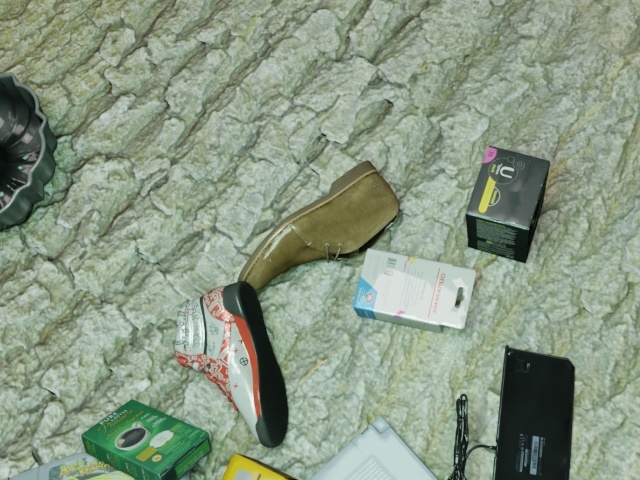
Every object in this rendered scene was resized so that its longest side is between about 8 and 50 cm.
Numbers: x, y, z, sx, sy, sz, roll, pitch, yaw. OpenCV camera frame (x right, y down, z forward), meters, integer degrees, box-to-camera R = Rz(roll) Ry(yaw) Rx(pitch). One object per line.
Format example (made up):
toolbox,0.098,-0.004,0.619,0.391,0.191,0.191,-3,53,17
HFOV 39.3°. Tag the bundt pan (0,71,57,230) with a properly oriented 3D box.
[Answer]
bundt pan,-0.631,-0.145,1.648,0.330,0.124,0.331,-4,69,9

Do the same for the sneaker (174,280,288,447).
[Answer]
sneaker,-0.149,0.212,1.455,0.145,0.090,0.270,-19,80,25

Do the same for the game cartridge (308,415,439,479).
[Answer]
game cartridge,0.047,0.436,1.348,0.297,0.062,0.198,-41,73,-6

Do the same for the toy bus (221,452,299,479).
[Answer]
toy bus,-0.129,0.486,1.278,0.130,0.108,0.333,21,78,18

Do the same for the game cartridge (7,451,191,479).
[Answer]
game cartridge,-0.342,0.396,1.364,0.294,0.060,0.196,-12,23,-8

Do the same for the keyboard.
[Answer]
keyboard,0.278,0.314,1.339,0.201,0.033,0.317,13,70,-10

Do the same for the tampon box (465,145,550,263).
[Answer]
tampon box,0.295,-0.054,1.424,0.101,0.161,0.120,16,73,16

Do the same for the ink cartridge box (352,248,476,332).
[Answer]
ink cartridge box,0.154,0.085,1.451,0.181,0.061,0.104,11,73,15

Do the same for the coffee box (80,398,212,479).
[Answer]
coffee box,-0.272,0.316,1.398,0.184,0.040,0.113,13,33,35

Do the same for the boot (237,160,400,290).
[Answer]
boot,0.000,0.000,1.494,0.305,0.112,0.115,-38,79,-7
